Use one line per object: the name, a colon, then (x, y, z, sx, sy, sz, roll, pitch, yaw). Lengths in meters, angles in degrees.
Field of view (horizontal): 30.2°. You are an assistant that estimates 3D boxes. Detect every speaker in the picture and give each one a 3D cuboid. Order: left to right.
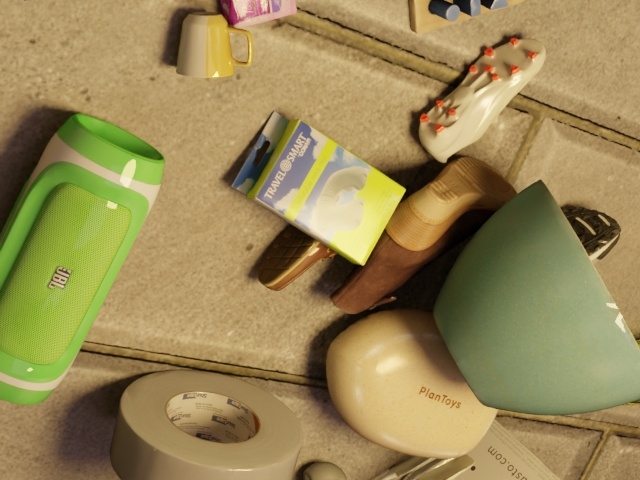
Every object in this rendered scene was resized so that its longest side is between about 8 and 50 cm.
speaker: (-0.277, 0.021, 1.254, 0.131, 0.131, 0.296, 20, 103, -37)

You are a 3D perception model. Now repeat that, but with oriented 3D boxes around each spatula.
spatula: (0.089, 0.352, 1.641, 0.242, 0.168, 0.019, -28, 101, -11)

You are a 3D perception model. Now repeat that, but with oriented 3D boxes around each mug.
mug: (-0.116, -0.211, 1.271, 0.078, 0.062, 0.064, -4, 108, -18)

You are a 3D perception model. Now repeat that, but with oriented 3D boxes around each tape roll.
tape roll: (-0.134, 0.236, 1.395, 0.219, 0.219, 0.072, 1, 114, -32)

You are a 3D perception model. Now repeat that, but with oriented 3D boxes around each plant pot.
plant pot: (0.254, 0.099, 1.449, 0.195, 0.290, 0.290, -30, 129, 8)

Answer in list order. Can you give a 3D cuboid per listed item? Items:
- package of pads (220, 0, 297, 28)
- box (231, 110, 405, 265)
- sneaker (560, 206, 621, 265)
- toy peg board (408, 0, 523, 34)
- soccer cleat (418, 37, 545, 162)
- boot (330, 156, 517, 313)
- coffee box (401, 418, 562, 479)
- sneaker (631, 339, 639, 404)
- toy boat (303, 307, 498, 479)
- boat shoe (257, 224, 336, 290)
package of pads: (-0.067, -0.263, 1.289, 0.083, 0.032, 0.050, -19, 120, -22)
box: (-0.001, -0.061, 1.382, 0.178, 0.042, 0.109, 32, 82, -19)
sneaker: (0.299, 0.052, 1.649, 0.271, 0.100, 0.108, -35, 138, -3)
toy peg board: (0.187, -0.328, 1.379, 0.161, 0.079, 0.161, -20, 123, -20)
soccer cleat: (0.203, -0.177, 1.484, 0.196, 0.068, 0.076, -40, 143, -5)
boot: (0.132, -0.005, 1.522, 0.248, 0.090, 0.207, -14, 149, -54)
coffee box: (0.279, 0.521, 1.722, 0.334, 0.337, 0.338, -44, 130, -3)
sneaker: (0.558, 0.181, 1.865, 0.384, 0.145, 0.147, -3, 85, -27)
toy boat: (0.083, 0.239, 1.586, 0.267, 0.148, 0.318, 30, 92, -26)
boat shoe: (0.000, 0.000, 1.449, 0.178, 0.064, 0.060, -46, 127, -6)
